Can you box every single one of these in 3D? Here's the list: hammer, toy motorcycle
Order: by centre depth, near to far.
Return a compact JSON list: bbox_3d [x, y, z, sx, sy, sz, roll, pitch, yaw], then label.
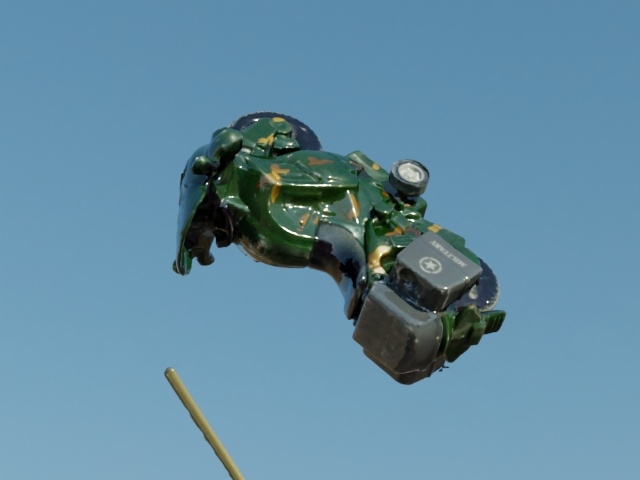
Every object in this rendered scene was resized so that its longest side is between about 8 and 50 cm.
[{"bbox_3d":[0.000,0.000,1.128,0.187,0.274,0.125,-31,-32,-40],"label":"toy motorcycle"},{"bbox_3d":[-0.112,0.219,1.625,0.028,0.195,0.060,-33,5,6],"label":"hammer"}]
